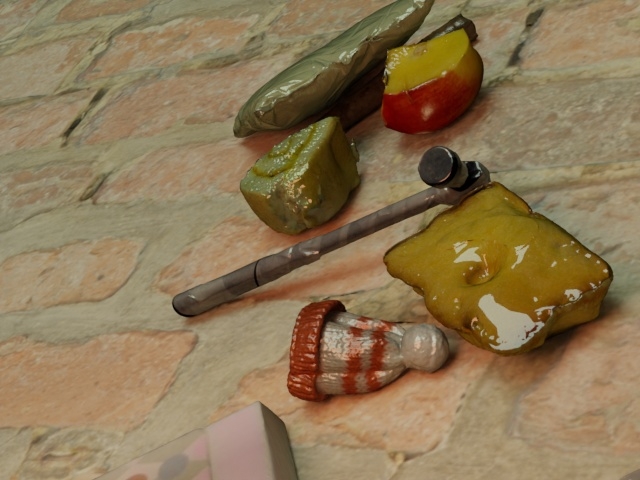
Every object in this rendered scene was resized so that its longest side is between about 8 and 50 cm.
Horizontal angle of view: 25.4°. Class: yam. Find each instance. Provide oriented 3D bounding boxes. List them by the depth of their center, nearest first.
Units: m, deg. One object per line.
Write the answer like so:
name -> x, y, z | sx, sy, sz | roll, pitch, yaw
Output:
yam -> 0.075, -0.201, 1.914 | 0.327, 0.045, 0.045 | -37, 63, -10

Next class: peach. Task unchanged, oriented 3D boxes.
peach -> 0.140, -0.196, 1.781 | 0.151, 0.118, 0.151 | -12, 0, 0

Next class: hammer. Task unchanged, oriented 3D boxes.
hammer -> 0.000, 0.001, 1.612 | 0.427, 0.152, 0.044 | -22, 68, 24

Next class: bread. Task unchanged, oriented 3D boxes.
bread -> 0.181, 0.039, 1.426 | 0.161, 0.088, 0.233 | -39, 34, -5
bread -> -0.013, -0.071, 1.737 | 0.156, 0.103, 0.110 | -37, 25, 1

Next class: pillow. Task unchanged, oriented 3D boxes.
pillow -> 0.014, -0.225, 1.909 | 0.281, 0.076, 0.274 | -35, 6, -9

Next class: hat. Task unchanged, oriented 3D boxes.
hat -> 0.053, 0.113, 1.445 | 0.162, 0.093, 0.112 | 4, 52, 18

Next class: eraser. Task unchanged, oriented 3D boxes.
eraser -> -0.211, 0.301, 1.372 | 0.397, 0.082, 0.213 | -27, 31, 5

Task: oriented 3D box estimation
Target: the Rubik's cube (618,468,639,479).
Rubik's cube -> 0.372, 0.180, 0.802 | 0.387, 0.358, 0.368 | -3, 40, 21
